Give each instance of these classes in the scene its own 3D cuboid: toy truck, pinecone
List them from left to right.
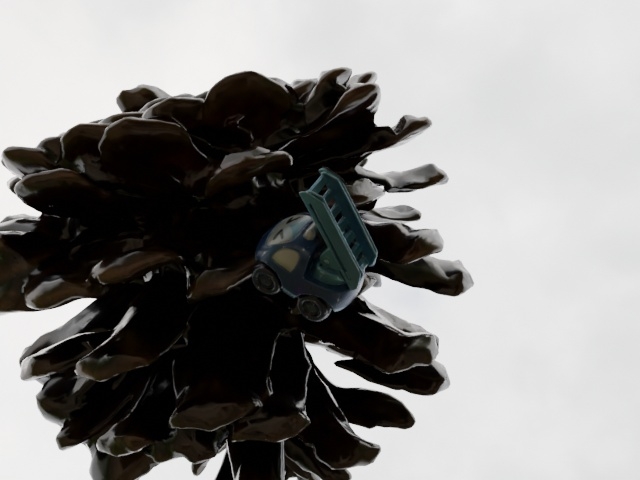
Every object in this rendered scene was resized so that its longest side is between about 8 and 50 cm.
[{"bbox_3d":[-0.064,0.036,1.067,0.397,0.398,0.398,0,-91,-5],"label":"pinecone"},{"bbox_3d":[0.000,0.000,0.851,0.073,0.090,0.056,31,-136,8],"label":"toy truck"}]
